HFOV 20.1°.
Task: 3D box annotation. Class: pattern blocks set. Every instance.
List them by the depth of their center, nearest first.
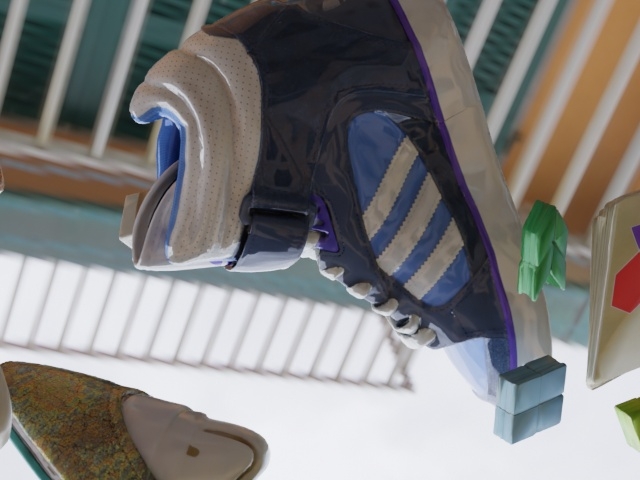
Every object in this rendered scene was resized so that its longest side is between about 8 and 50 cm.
[{"bbox_3d":[0.242,0.011,1.189,0.324,0.285,0.026,-8,-153,-39],"label":"pattern blocks set"}]

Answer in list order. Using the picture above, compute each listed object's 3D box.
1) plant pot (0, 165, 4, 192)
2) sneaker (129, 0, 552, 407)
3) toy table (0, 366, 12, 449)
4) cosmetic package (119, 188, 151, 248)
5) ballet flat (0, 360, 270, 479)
[{"bbox_3d":[-0.388,-0.119,1.313,0.203,0.291,0.291,-27,-134,-2],"label":"plant pot"},{"bbox_3d":[0.000,0.000,1.159,0.236,0.323,0.130,-22,-157,-9],"label":"sneaker"},{"bbox_3d":[-0.212,-0.001,0.383,0.274,0.252,0.161,-15,-104,-3],"label":"toy table"},{"bbox_3d":[-0.092,-0.017,1.391,0.060,0.115,0.041,40,-133,-46],"label":"cosmetic package"},{"bbox_3d":[-0.049,0.180,1.056,0.348,0.123,0.123,50,-141,10],"label":"ballet flat"}]
